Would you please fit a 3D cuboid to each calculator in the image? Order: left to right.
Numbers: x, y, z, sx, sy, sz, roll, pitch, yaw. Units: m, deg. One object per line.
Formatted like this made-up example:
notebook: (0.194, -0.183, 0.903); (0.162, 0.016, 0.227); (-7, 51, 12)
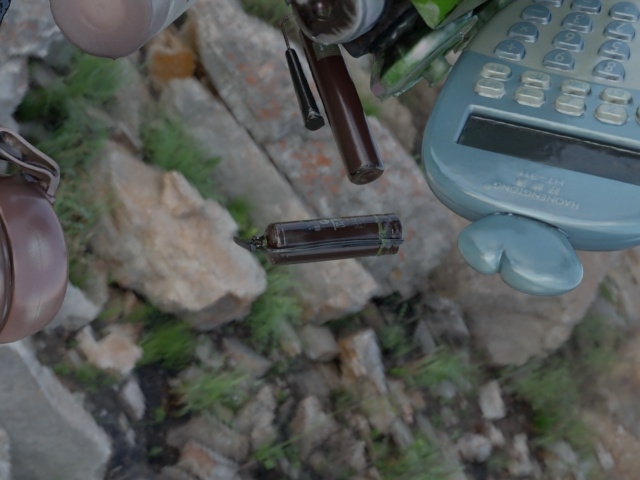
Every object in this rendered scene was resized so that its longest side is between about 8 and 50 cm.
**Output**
calculator: (0.175, -0.082, 0.809); (0.042, 0.188, 0.303); (82, 29, -54)

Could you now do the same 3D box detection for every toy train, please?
toy train: (0.115, -0.251, 0.879); (0.173, 0.249, 0.307); (52, 46, 2)

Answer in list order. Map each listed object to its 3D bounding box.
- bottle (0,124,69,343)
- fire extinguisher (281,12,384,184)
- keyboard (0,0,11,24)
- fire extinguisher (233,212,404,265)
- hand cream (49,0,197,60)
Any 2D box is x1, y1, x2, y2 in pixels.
bottle: (-0.337, 0.013, 0.862); (0.296, 0.173, 0.207); (-9, 112, -44)
fire extinguisher: (0.003, -0.119, 0.879); (0.035, 0.049, 0.173); (1, 61, -38)
keyboard: (-0.203, -0.063, 0.476); (0.101, 0.018, 0.310); (37, 43, -28)
fire extinguisher: (0.000, 0.000, 1.097); (0.064, 0.158, 0.043); (-140, -133, -65)
hand cream: (-0.132, -0.229, 0.929); (0.248, 0.083, 0.133); (-67, 153, -53)
